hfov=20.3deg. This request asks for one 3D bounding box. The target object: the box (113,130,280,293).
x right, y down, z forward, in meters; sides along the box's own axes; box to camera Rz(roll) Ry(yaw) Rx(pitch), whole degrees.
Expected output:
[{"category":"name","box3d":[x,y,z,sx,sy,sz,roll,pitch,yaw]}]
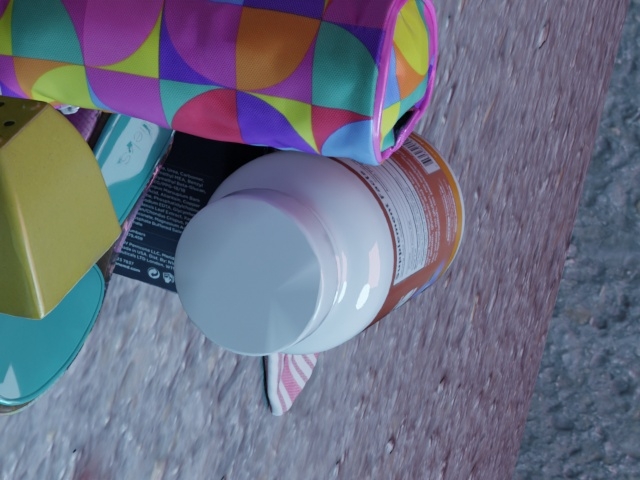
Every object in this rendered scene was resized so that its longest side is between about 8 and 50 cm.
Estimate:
[{"category":"box","box3d":[-0.070,-0.070,1.155,0.156,0.093,0.158,-51,153,-51]}]

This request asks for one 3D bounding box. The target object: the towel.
[{"category":"towel","box3d":[-0.001,0.049,1.636,0.144,0.029,0.197,86,27,-52]}]

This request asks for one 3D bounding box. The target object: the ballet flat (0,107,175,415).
[{"category":"ballet flat","box3d":[-0.150,-0.001,0.987,0.077,0.079,0.221,44,59,-38]}]

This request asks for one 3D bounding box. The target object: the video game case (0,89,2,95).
[{"category":"video game case","box3d":[-0.215,-0.035,0.826,0.227,0.026,0.206,88,25,-49]}]

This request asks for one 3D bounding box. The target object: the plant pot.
[{"category":"plant pot","box3d":[-0.154,-0.024,0.857,0.081,0.081,0.083,-53,145,-49]}]

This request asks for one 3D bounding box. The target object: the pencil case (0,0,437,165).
[{"category":"pencil case","box3d":[-0.059,-0.099,0.918,0.104,0.236,0.104,10,90,-70]}]

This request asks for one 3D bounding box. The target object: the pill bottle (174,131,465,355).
[{"category":"pill bottle","box3d":[0.000,0.000,1.077,0.216,0.121,0.121,-26,133,-65]}]
